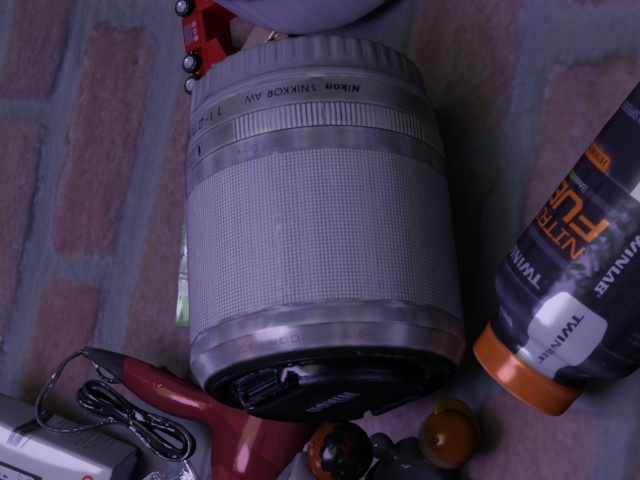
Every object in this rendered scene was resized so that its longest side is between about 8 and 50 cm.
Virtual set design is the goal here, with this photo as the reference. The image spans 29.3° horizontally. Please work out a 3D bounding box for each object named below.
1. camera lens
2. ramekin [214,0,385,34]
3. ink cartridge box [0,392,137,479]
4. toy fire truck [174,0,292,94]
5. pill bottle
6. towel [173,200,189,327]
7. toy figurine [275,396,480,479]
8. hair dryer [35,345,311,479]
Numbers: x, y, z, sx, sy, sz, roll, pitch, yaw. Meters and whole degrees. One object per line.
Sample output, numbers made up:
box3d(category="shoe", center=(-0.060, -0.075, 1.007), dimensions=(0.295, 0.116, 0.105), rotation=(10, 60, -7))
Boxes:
box3d(category="camera lens", center=(0.000, 0.000, 1.005), dimensions=(0.219, 0.219, 0.274), rotation=(-18, 65, 33))
box3d(category="ramekin", center=(-0.022, -0.322, 1.112), dimensions=(0.277, 0.135, 0.277), rotation=(-9, 70, 26))
box3d(category="ink cartridge box", center=(-0.306, 0.247, 1.226), dimensions=(0.203, 0.086, 0.148), rotation=(20, 97, 7))
box3d(category="toy fire truck", center=(-0.071, -0.183, 1.202), dimensions=(0.135, 0.047, 0.192), rotation=(-18, 71, 32))
box3d(category="pill bottle", center=(0.218, 0.013, 0.909), dimensions=(0.130, 0.130, 0.245), rotation=(45, 109, 32))
box3d(category="towel", center=(-0.096, 0.013, 1.204), dimensions=(0.113, 0.023, 0.152), rotation=(2, 84, 37))
box3d(category="toy figurine", center=(0.069, 0.230, 0.932), dimensions=(0.148, 0.213, 0.209), rotation=(-52, 52, 32))
box3d(category="hair dryer", center=(-0.113, 0.153, 1.120), dimensions=(0.294, 0.080, 0.223), rotation=(-31, 79, 5))
